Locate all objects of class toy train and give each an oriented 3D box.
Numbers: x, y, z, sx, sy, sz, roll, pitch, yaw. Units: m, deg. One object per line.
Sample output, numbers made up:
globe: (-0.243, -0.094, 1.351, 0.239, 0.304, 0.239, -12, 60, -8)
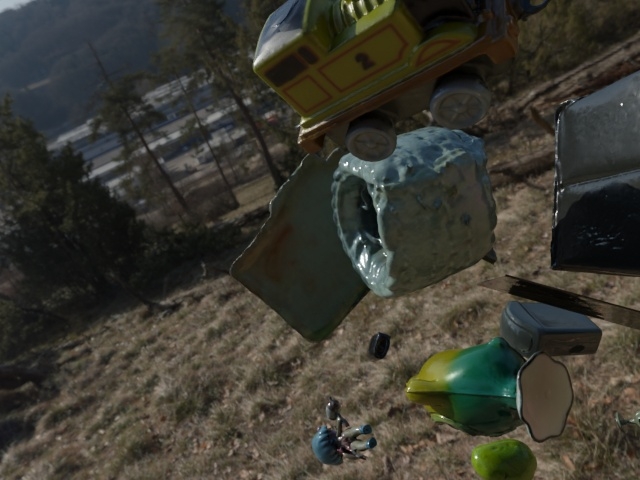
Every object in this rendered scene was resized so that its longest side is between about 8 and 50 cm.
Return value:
toy train: (0.044, -0.135, 0.361, 0.219, 0.127, 0.089, -17, 51, 41)

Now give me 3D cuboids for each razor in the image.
razor: (0.179, 0.336, 1.588, 0.054, 0.148, 0.090, 18, 75, 3)

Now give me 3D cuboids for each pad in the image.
pad: (0.495, 0.125, 0.936, 0.368, 0.007, 0.247, 16, -7, 9)

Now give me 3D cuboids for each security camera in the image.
security camera: (0.820, 0.464, 1.301, 0.092, 0.058, 0.058, -32, 18, 37)

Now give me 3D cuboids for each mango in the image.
mango: (0.479, 0.581, 1.310, 0.163, 0.089, 0.117, -12, 59, -7)

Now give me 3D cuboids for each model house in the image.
model house: (0.000, 0.000, 0.993, 0.312, 0.245, 0.280, -52, 0, 0)

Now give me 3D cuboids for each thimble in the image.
thimble: (0.124, -0.040, 0.678, 0.172, 0.204, 0.250, -20, -16, -12)

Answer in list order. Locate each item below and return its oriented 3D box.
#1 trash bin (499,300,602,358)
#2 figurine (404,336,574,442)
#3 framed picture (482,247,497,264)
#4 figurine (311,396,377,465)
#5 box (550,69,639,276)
trash bin: (0.623, 0.244, 1.403, 0.236, 0.101, 0.176, 0, 22, -9)
figurine: (0.379, 0.343, 1.184, 0.324, 0.231, 0.340, 4, -11, -36)
framed picture: (0.299, -0.100, 1.139, 0.020, 0.211, 0.289, -44, 34, 42)
figurine: (0.052, 0.543, 1.402, 0.103, 0.205, 0.260, -29, -7, -37)
box: (0.518, -0.065, 0.664, 0.345, 0.251, 0.204, 4, -2, -8)
